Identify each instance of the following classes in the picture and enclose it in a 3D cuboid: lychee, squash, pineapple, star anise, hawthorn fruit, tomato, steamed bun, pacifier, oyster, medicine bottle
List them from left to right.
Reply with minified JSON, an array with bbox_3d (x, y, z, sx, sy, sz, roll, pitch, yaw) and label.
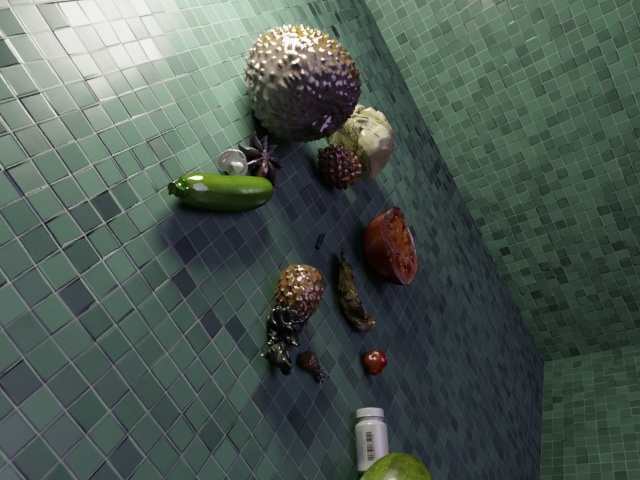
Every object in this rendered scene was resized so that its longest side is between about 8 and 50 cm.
[{"bbox_3d":[-0.259,-0.131,1.454,0.395,0.107,0.107,-5,76,-57],"label":"squash"},{"bbox_3d":[-0.248,-0.224,1.546,0.081,0.078,0.099,-51,123,-5],"label":"pacifier"},{"bbox_3d":[-0.189,-0.248,1.668,0.204,0.061,0.181,-12,89,-55],"label":"star anise"},{"bbox_3d":[-0.079,0.226,1.499,0.170,0.141,0.310,70,29,-50],"label":"pineapple"},{"bbox_3d":[-0.064,-0.519,1.739,0.380,0.380,0.432,3,58,-56],"label":"lychee"},{"bbox_3d":[-0.020,0.382,1.572,0.058,0.058,0.124,-74,146,-44],"label":"pineapple"},{"bbox_3d":[0.059,-0.286,1.982,0.193,0.166,0.166,37,43,-27],"label":"pineapple"},{"bbox_3d":[0.104,0.175,1.853,0.166,0.094,0.294,44,25,-63],"label":"oyster"},{"bbox_3d":[0.169,-0.415,2.111,0.203,0.289,0.276,-31,140,-24],"label":"steamed bun"},{"bbox_3d":[0.159,0.624,1.636,0.103,0.103,0.187,30,48,-45],"label":"medicine bottle"},{"bbox_3d":[0.194,0.420,1.820,0.093,0.093,0.093,33,46,-43],"label":"hawthorn fruit"},{"bbox_3d":[0.265,0.036,2.103,0.338,0.143,0.338,33,49,-48],"label":"tomato"},{"bbox_3d":[0.219,0.730,1.414,0.310,0.310,0.309,47,56,-31],"label":"squash"}]

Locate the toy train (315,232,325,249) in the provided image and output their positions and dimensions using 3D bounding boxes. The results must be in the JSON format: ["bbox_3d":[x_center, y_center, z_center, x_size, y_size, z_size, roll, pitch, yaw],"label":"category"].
[{"bbox_3d":[0.000,0.000,1.846,0.017,0.017,0.083,45,38,-21],"label":"toy train"}]
